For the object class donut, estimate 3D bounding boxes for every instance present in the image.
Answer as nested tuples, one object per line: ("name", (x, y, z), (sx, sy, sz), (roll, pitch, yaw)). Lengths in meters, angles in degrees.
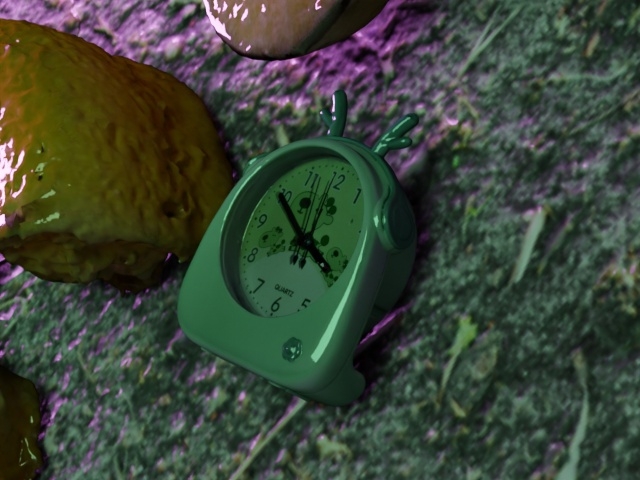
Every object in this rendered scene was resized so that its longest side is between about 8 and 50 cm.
("donut", (-0.289, 0.018, 1.509), (0.377, 0.163, 0.435), (38, 97, 44))

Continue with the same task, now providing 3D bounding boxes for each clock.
("clock", (0.000, 0.000, 1.345), (0.159, 0.066, 0.211), (25, 87, 43))

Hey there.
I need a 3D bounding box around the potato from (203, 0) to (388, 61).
("potato", (0.016, -0.269, 1.426), (0.239, 0.116, 0.299), (10, 88, 48))
